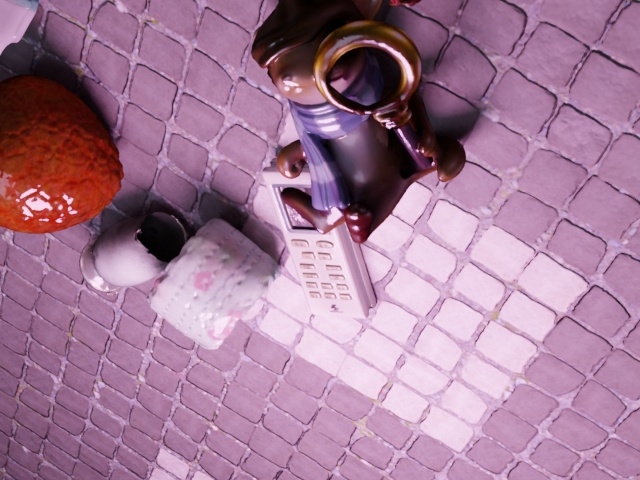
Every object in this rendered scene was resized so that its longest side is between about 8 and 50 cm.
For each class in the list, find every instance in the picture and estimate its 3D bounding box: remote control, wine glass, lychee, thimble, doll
[{"bbox_3d":[0.000,0.000,1.822,0.103,0.055,0.277,3,128,30],"label":"remote control"},{"bbox_3d":[-0.320,0.020,2.005,0.204,0.111,0.111,-22,113,47],"label":"wine glass"},{"bbox_3d":[-0.461,-0.138,1.862,0.300,0.255,0.255,21,145,-29],"label":"lychee"},{"bbox_3d":[-0.172,0.073,1.915,0.149,0.185,0.211,38,172,0],"label":"thimble"},{"bbox_3d":[0.030,-0.161,1.550,0.318,0.209,0.340,-6,121,32],"label":"doll"}]

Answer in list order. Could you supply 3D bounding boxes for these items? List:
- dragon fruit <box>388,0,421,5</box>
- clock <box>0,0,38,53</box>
[{"bbox_3d":[0.083,-0.361,1.407,0.133,0.136,0.166,-43,70,16],"label":"dragon fruit"},{"bbox_3d":[-0.573,-0.368,1.716,0.231,0.262,0.116,25,95,12],"label":"clock"}]
